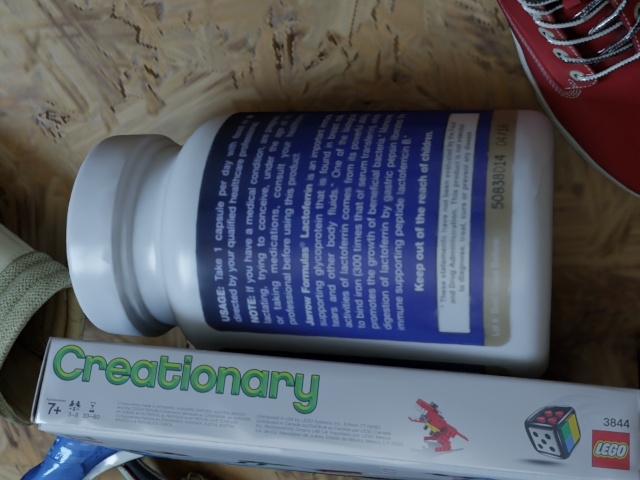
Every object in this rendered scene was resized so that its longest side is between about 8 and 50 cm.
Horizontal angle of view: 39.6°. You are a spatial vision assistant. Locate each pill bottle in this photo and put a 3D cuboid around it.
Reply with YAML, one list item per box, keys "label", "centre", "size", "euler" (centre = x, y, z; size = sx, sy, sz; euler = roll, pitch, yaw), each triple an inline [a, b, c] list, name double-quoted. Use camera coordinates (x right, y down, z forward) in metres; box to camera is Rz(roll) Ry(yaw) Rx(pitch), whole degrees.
- label: "pill bottle"
  centre: [0.000, 0.000, 0.523]
  size: [0.265, 0.153, 0.153]
  euler: [2, 110, 14]

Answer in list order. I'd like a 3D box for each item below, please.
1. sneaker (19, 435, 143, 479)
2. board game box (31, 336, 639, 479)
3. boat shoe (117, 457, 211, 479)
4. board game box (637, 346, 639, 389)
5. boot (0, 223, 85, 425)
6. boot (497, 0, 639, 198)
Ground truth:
- label: "sneaker"
  centre: [-0.185, 0.140, 0.674]
  size: [0.152, 0.058, 0.084]
  euler: [-28, 106, 18]
- label: "board game box"
  centre: [0.014, 0.112, 0.530]
  size: [0.306, 0.193, 0.053]
  euler: [4, 73, 7]
- label: "boat shoe"
  centre: [-0.094, 0.205, 0.686]
  size: [0.137, 0.049, 0.043]
  euler: [35, 72, 3]
- label: "board game box"
  centre: [0.324, 0.230, 0.546]
  size: [0.234, 0.078, 0.347]
  euler: [-3, 114, 16]
- label: "boot"
  centre: [-0.283, 0.078, 0.639]
  size: [0.203, 0.095, 0.261]
  euler: [36, 109, 17]
- label: "boot"
  centre: [0.131, -0.104, 0.437]
  size: [0.088, 0.176, 0.244]
  euler: [-31, 101, 21]
